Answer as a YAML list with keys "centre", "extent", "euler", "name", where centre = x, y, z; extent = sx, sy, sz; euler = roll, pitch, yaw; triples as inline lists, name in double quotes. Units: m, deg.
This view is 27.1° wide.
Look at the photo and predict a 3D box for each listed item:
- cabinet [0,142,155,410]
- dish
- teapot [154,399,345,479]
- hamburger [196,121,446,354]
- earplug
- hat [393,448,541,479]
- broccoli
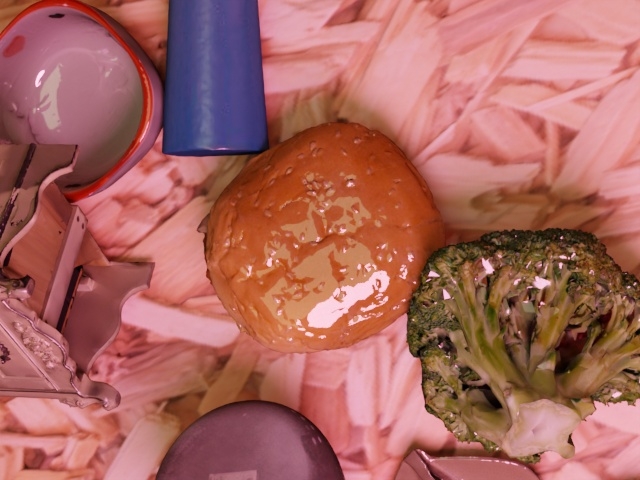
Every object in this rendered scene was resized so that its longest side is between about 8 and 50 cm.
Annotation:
- centre: [-0.412, 0.048, 1.616]
  extent: [0.318, 0.290, 0.227]
  euler: [1, 56, 18]
  name: "cabinet"
- centre: [-0.308, -0.176, 1.695]
  extent: [0.256, 0.117, 0.256]
  euler: [2, 95, 18]
  name: "dish"
- centre: [-0.035, 0.367, 1.568]
  extent: [0.223, 0.285, 0.305]
  euler: [-33, 56, -1]
  name: "teapot"
- centre: [0.001, 0.000, 1.584]
  extent: [0.283, 0.144, 0.259]
  euler: [-38, 84, 8]
  name: "hamburger"
- centre: [-0.131, -0.243, 1.636]
  extent: [0.132, 0.132, 0.272]
  euler: [-1, 90, 17]
  name: "earplug"
- centre: [0.179, 0.346, 1.615]
  extent: [0.173, 0.144, 0.166]
  euler: [7, 70, -14]
  name: "hat"
- centre: [0.242, 0.126, 1.480]
  extent: [0.308, 0.275, 0.307]
  euler: [-2, 119, -3]
  name: "broccoli"
